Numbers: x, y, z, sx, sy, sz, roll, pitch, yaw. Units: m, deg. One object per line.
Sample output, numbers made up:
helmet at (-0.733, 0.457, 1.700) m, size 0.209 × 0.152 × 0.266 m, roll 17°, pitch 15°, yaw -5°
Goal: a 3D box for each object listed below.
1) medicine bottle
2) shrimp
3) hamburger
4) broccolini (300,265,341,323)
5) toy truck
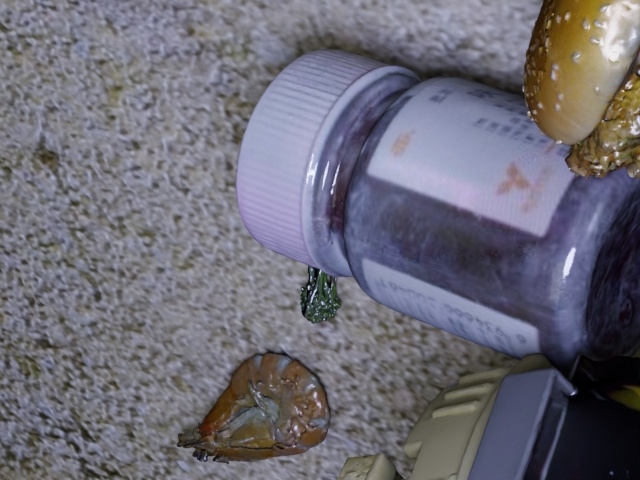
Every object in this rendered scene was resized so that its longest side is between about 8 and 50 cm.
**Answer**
medicine bottle at (0.092, -0.025, 1.191) m, size 0.273 × 0.165 × 0.165 m, roll 22°, pitch 128°, yaw 33°
shrimp at (-0.058, 0.151, 1.531) m, size 0.184 × 0.043 × 0.091 m, roll -30°, pitch 86°, yaw 41°
hamburger at (0.183, -0.122, 1.023) m, size 0.118 × 0.182 × 0.191 m, roll 21°, pitch 115°, yaw 7°
broccolini at (0.000, 0.000, 1.397) m, size 0.035 × 0.030 × 0.140 m, roll -122°, pitch 30°, yaw -59°
toy truck at (0.194, 0.240, 1.144) m, size 0.254 × 0.181 × 0.405 m, roll -9°, pitch 136°, yaw 44°
